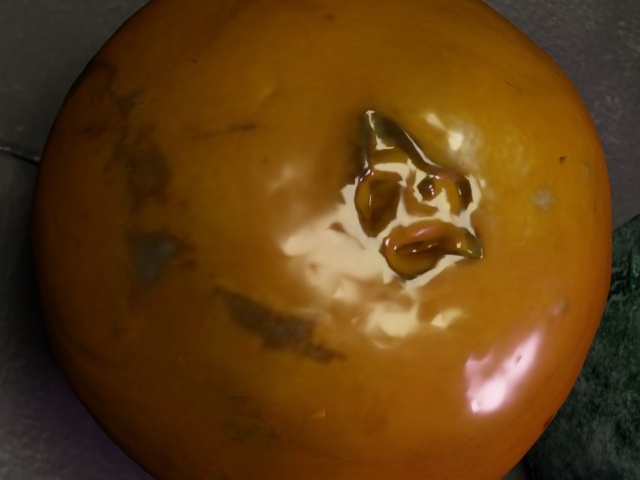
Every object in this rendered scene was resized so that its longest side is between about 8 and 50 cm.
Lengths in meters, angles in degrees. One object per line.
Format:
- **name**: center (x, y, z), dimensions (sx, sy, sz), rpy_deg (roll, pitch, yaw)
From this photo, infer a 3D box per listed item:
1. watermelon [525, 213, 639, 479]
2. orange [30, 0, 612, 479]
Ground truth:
- **watermelon**: center (0.298, 0.156, 1.012), dimensions (0.258, 0.228, 0.387), rpy_deg (-25, 79, -38)
- **orange**: center (0.000, 0.000, 0.852), dimensions (0.312, 0.312, 0.312), rpy_deg (7, 73, -24)
